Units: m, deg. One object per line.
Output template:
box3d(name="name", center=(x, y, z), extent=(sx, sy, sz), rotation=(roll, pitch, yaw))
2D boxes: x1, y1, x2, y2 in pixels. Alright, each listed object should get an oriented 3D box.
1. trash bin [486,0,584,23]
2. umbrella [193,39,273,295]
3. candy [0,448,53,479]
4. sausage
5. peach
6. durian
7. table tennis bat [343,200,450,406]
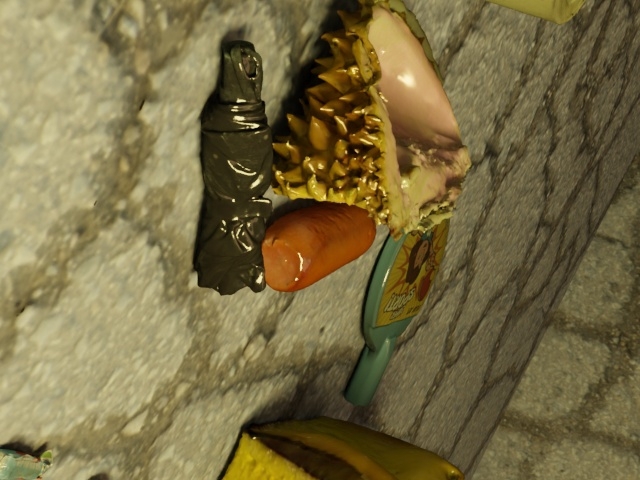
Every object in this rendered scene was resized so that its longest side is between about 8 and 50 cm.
box3d(name="trash bin", center=(0.122, -0.292, 0.765), extent=(0.243, 0.247, 0.121), rotation=(-53, 157, -28))
box3d(name="umbrella", center=(-0.074, -0.056, 0.839), extent=(0.066, 0.059, 0.236), rotation=(-5, 127, -14))
box3d(name="candy", center=(-0.236, 0.174, 0.777), extent=(0.030, 0.020, 0.083), rotation=(-61, 155, -8))
box3d(name="sausage", center=(0.000, 0.000, 1.036), extent=(0.197, 0.076, 0.076), rotation=(-24, 136, -59))
box3d(name="peach", center=(0.024, 0.353, 1.188), extent=(0.380, 0.306, 0.243), rotation=(32, 77, -72))
box3d(name="durian", center=(0.056, -0.135, 0.931), extent=(0.305, 0.185, 0.196), rotation=(-33, 124, -58))
box3d(name="table tennis bat", center=(0.109, 0.083, 1.408), extent=(0.215, 0.044, 0.329), rotation=(-5, 117, -65))
